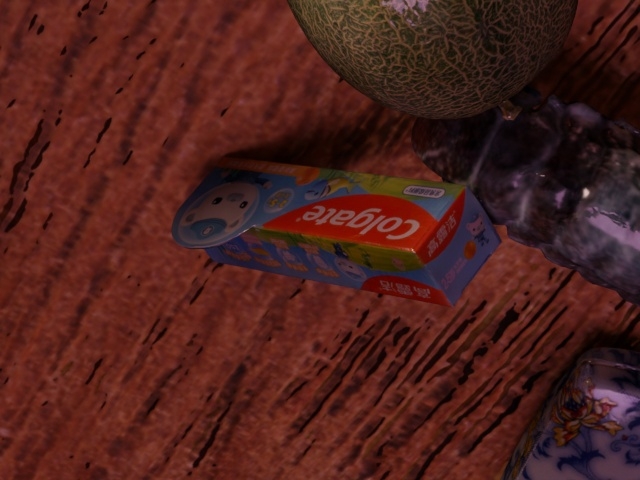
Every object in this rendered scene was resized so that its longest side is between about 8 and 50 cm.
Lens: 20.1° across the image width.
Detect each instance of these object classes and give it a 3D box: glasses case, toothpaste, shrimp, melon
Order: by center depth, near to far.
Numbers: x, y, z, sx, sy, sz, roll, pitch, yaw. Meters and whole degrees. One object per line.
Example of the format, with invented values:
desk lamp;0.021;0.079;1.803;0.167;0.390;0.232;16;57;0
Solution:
melon;0.050;-0.133;0.841;0.139;0.139;0.192;-17;123;23
shrimp;0.242;0.022;0.942;0.410;0.166;0.221;22;104;-16
toothpaste;0.000;0.000;0.952;0.193;0.070;0.044;9;143;48
glasses case;0.156;0.163;1.135;0.087;0.065;0.248;16;133;-6
